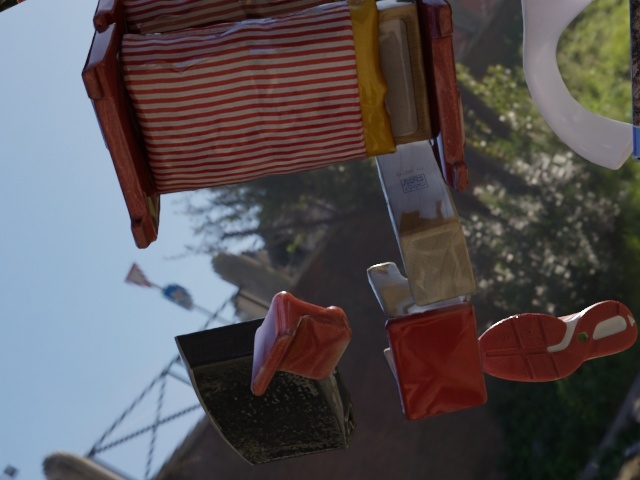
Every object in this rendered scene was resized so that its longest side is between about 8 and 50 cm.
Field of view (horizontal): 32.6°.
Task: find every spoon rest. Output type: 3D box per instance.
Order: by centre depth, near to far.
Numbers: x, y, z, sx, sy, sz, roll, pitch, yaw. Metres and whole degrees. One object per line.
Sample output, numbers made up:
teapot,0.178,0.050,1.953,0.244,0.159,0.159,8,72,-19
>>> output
spoon rest,0.196,-0.183,0.848,0.137,0.084,0.276,-47,-43,-34

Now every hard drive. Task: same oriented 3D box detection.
hard drive,-0.059,0.186,1.311,0.254,0.172,0.054,67,-165,-48

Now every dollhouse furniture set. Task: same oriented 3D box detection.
dollhouse furniture set,0.000,0.000,0.724,0.152,0.201,0.374,-99,-4,-55

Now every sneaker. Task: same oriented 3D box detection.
sneaker,0.267,0.139,1.336,0.128,0.221,0.087,132,129,-61

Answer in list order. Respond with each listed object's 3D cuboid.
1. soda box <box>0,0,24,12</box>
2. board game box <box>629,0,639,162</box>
soda box,-0.384,-0.344,1.395,0.169,0.060,0.053,-34,-16,-27
board game box,0.299,-0.215,0.668,0.232,0.141,0.291,-42,-46,-38
